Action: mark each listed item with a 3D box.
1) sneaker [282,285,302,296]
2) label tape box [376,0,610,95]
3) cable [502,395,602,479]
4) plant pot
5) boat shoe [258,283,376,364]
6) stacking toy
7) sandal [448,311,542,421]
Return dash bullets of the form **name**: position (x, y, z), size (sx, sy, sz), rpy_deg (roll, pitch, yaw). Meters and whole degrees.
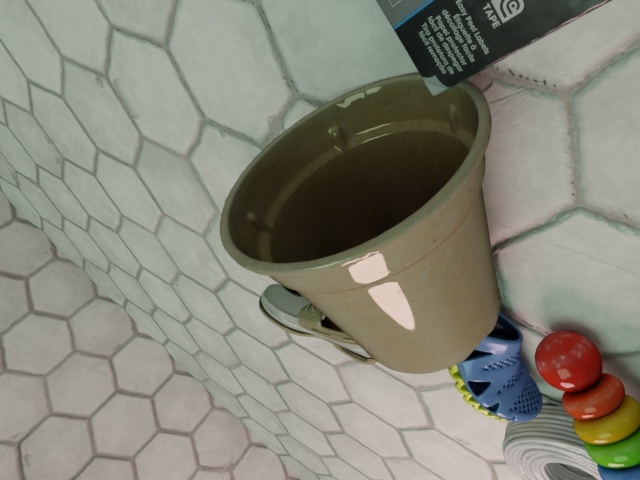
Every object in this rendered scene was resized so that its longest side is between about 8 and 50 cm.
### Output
- **sneaker**: position (0.000, 0.000, 0.794), size (0.104, 0.147, 0.296), rpy_deg (37, 143, 11)
- **label tape box**: position (0.176, -0.304, 0.351), size (0.333, 0.106, 0.241), rpy_deg (-18, 115, 51)
- **cable**: position (0.466, 0.406, 0.821), size (0.257, 0.089, 0.257), rpy_deg (5, 130, 40)
- **plant pot**: position (0.091, 0.008, 0.606), size (0.333, 0.334, 0.305), rpy_deg (4, 140, 41)
- **boat shoe**: position (0.006, 0.159, 0.992), size (0.302, 0.113, 0.103), rpy_deg (21, 139, 11)
- **stacking toy**: position (0.434, 0.282, 0.655), size (0.330, 0.141, 0.141), rpy_deg (57, 145, 8)
- **sandal**: position (0.273, 0.176, 0.746), size (0.317, 0.126, 0.138), rpy_deg (48, 140, -10)
